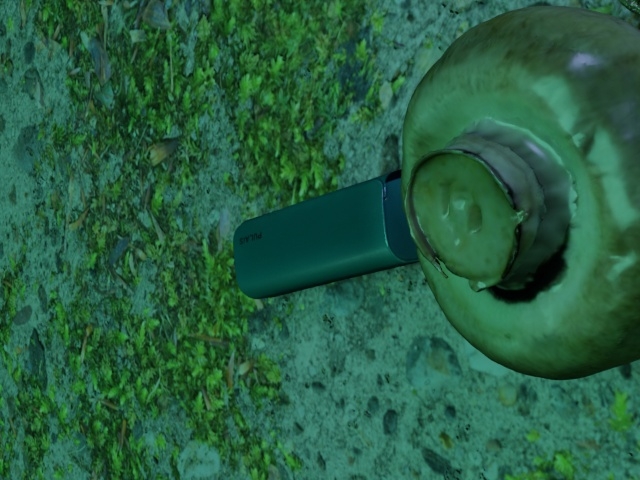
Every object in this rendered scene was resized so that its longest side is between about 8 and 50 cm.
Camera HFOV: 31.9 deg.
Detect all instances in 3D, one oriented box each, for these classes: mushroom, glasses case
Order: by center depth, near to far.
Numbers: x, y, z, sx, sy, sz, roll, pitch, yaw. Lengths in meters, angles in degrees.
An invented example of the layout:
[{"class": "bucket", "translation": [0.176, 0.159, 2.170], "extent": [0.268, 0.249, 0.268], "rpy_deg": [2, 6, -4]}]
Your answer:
[{"class": "mushroom", "translation": [0.214, -0.040, 1.044], "extent": [0.352, 0.260, 0.352], "rpy_deg": [21, 120, 41]}, {"class": "glasses case", "translation": [-0.001, -0.002, 1.442], "extent": [0.301, 0.070, 0.117], "rpy_deg": [-18, 81, 49]}]

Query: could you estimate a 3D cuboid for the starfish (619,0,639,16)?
[{"class": "starfish", "translation": [0.339, -0.209, 1.035], "extent": [0.208, 0.053, 0.176], "rpy_deg": [28, 133, 46]}]
